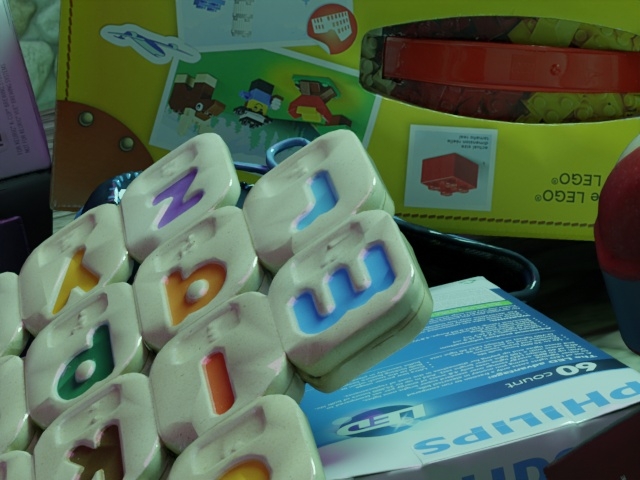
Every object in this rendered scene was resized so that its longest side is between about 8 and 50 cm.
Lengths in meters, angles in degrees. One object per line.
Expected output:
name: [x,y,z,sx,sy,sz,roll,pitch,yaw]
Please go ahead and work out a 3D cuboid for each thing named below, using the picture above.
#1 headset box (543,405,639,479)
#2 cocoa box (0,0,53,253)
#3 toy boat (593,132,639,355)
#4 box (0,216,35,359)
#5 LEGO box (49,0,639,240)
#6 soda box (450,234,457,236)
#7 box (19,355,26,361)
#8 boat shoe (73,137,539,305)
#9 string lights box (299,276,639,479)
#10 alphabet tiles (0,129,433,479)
headset box: [0.217,0.034,0.508,0.218,0.110,0.293,-21,-13,-32]
cocoa box: [-0.315,-0.068,1.262,0.228,0.231,0.347,-14,-13,-12]
toy boat: [0.230,0.028,0.793,0.231,0.151,0.151,-6,43,21]
box: [-0.239,0.054,1.099,0.158,0.093,0.156,-13,-6,-8]
LEGO box: [0.092,-0.126,1.184,0.500,0.193,0.372,3,11,-6]
soda box: [-0.025,0.040,1.108,0.216,0.069,0.074,-9,11,17]
box: [-0.118,0.078,0.982,0.207,0.036,0.114,-20,13,-28]
boat shoe: [0.000,0.000,0.942,0.258,0.109,0.089,9,-36,-41]
string lights box: [0.046,0.083,0.778,0.133,0.076,0.260,-13,11,-8]
alphabet tiles: [-0.087,0.067,0.744,0.284,0.021,0.278,-34,30,8]
